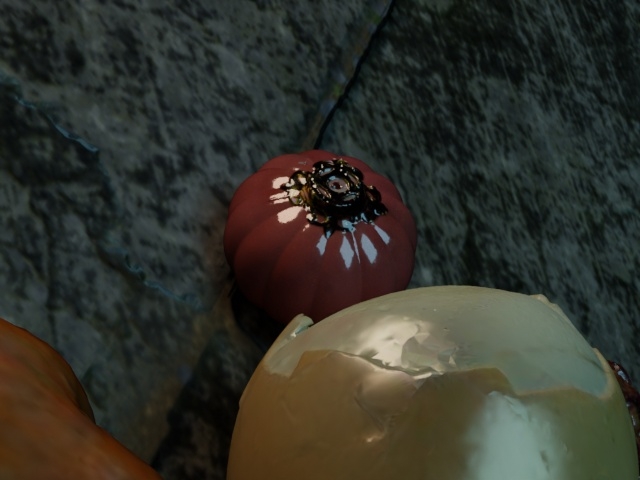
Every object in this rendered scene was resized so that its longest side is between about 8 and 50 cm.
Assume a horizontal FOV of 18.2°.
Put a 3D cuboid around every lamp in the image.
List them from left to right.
[{"bbox_3d":[0.000,0.000,1.086,0.107,0.092,0.107,7,48,-8],"label":"lamp"}]

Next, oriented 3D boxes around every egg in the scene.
[{"bbox_3d":[0.053,0.133,0.965,0.201,0.201,0.244,27,58,-37],"label":"egg"}]

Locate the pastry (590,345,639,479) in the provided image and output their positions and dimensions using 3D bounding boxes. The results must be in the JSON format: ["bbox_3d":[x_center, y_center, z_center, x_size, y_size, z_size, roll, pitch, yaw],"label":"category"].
[{"bbox_3d":[0.174,0.155,1.189,0.208,0.097,0.115,64,25,8],"label":"pastry"}]

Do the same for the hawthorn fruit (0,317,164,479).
[{"bbox_3d":[-0.164,0.173,0.625,0.298,0.277,0.277,-25,85,-46],"label":"hawthorn fruit"}]
